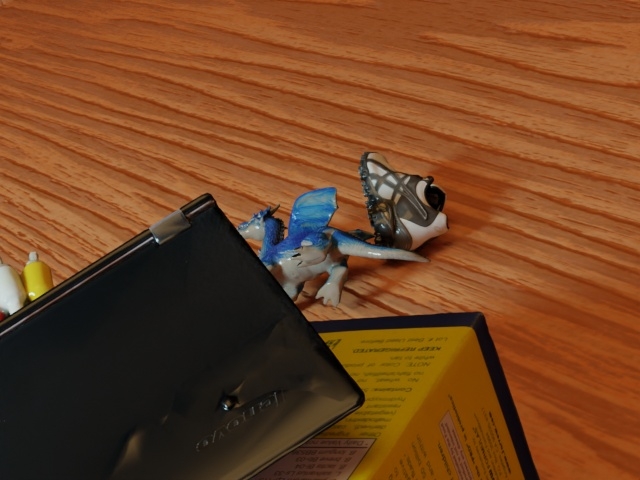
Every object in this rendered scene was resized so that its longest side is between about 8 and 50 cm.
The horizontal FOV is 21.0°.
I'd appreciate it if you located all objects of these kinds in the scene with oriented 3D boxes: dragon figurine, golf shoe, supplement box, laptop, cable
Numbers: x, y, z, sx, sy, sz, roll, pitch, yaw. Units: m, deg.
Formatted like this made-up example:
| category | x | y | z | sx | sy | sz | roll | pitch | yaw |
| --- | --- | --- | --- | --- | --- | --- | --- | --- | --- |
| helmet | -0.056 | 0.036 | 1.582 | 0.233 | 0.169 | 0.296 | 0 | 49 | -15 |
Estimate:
| category | x | y | z | sx | sy | sz | roll | pitch | yaw |
| --- | --- | --- | --- | --- | --- | --- | --- | --- | --- |
| dragon figurine | 0.000 | 0.000 | 1.876 | 0.289 | 0.085 | 0.144 | -21 | 31 | 39 |
| golf shoe | 0.096 | -0.045 | 1.972 | 0.094 | 0.077 | 0.198 | -15 | 33 | 0 |
| supplement box | 0.000 | 0.229 | 1.285 | 0.194 | 0.195 | 0.356 | -5 | 27 | 33 |
| laptop | -0.183 | 0.168 | 1.364 | 0.382 | 0.236 | 0.408 | -32 | -13 | -7 |
| cable | -0.316 | 0.112 | 1.863 | 0.139 | 0.072 | 0.287 | -27 | 38 | -17 |
